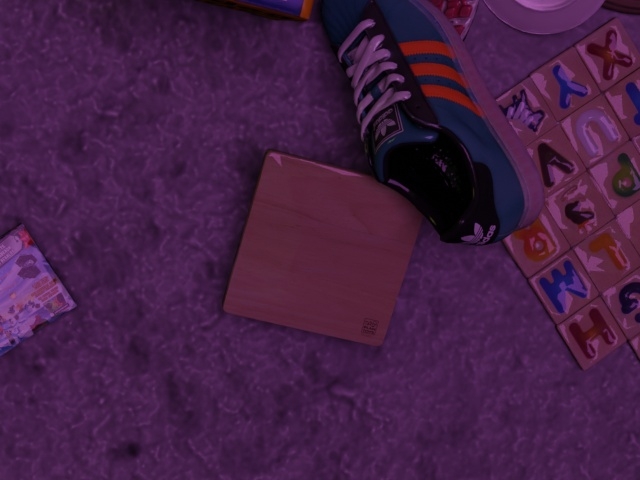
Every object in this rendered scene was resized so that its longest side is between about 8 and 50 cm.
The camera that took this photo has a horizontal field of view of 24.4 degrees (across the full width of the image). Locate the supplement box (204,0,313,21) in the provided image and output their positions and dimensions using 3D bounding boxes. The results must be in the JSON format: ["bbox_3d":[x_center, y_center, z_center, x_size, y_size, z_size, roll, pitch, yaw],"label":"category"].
[{"bbox_3d":[-0.075,-0.389,1.306,0.194,0.195,0.357,12,96,-12],"label":"supplement box"}]

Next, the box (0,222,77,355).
[{"bbox_3d":[-0.309,0.059,1.373,0.137,0.027,0.094,-33,99,-10],"label":"box"}]

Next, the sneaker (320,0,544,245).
[{"bbox_3d":[0.082,-0.126,1.361,0.121,0.108,0.302,-19,69,-48],"label":"sneaker"}]

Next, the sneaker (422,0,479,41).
[{"bbox_3d":[0.132,-0.319,1.420,0.112,0.121,0.299,-8,109,-56],"label":"sneaker"}]

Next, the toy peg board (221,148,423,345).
[{"bbox_3d":[0.000,0.000,1.425,0.161,0.079,0.161,14,104,-12],"label":"toy peg board"}]

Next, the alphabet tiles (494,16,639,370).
[{"bbox_3d":[0.324,-0.040,1.516,0.285,0.011,0.342,-34,98,-10],"label":"alphabet tiles"}]

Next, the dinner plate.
[{"bbox_3d":[0.222,-0.273,1.459,0.141,0.017,0.141,2,106,7],"label":"dinner plate"}]

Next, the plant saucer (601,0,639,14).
[{"bbox_3d":[0.332,-0.369,1.495,0.278,0.041,0.278,0,92,-13],"label":"plant saucer"}]
